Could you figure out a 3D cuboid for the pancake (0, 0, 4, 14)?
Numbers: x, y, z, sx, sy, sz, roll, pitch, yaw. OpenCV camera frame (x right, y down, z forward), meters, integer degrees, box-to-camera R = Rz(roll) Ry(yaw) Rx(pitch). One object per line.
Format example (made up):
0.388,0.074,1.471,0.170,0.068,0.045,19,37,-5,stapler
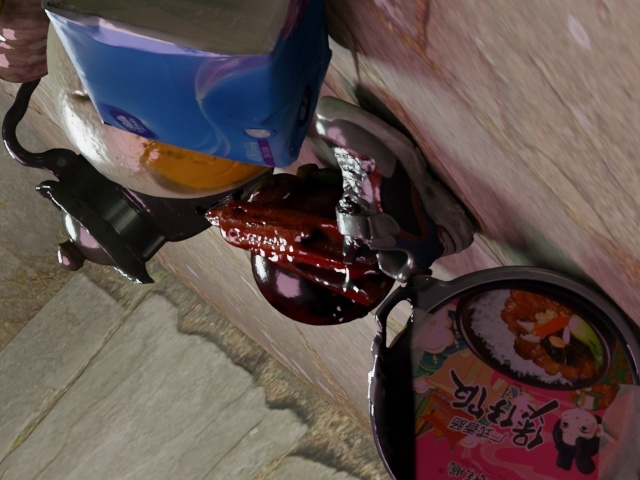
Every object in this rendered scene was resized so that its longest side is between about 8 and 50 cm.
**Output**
-0.422,-0.403,1.939,0.305,0.067,0.427,22,140,57,pancake

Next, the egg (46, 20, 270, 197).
-0.189,-0.161,2.015,0.337,0.201,0.337,44,170,10,egg

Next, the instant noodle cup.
0.169,0.135,1.755,0.302,0.258,0.181,51,-176,-10,instant noodle cup

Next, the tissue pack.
-0.104,-0.177,1.551,0.198,0.146,0.263,14,166,7,tissue pack

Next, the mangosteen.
0.000,0.000,2.081,0.200,0.200,0.200,42,171,8,mangosteen

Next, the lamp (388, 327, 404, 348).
0.154,0.160,2.132,0.180,0.180,0.258,42,169,7,lamp

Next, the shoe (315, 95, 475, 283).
0.048,-0.038,1.784,0.227,0.125,0.099,47,173,-30,shoe

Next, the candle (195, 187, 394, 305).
-0.035,0.000,1.947,0.301,0.059,0.084,17,112,47,candle

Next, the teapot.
-0.243,-0.093,2.271,0.223,0.285,0.305,32,167,50,teapot

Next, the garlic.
-0.348,-0.307,2.154,0.245,0.160,0.245,48,148,45,garlic
